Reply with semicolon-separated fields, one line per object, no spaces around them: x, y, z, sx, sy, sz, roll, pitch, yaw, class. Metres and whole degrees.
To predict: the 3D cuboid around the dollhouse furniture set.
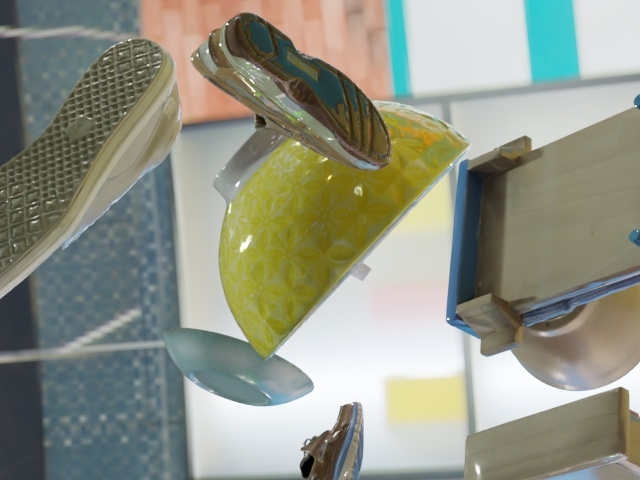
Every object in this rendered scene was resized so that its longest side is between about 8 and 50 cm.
0.257;0.042;1.141;0.198;0.286;0.303;26;-124;-33;dollhouse furniture set

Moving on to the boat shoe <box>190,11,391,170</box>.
-0.024;-0.110;1.306;0.190;0.072;0.068;39;-138;-32;boat shoe

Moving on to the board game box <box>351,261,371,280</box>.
0.000;0.000;1.755;0.090;0.020;0.090;30;-172;-44;board game box

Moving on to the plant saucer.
-0.104;0.162;1.968;0.195;0.195;0.037;55;-131;-59;plant saucer

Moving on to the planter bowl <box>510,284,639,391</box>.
0.238;0.057;1.598;0.109;0.162;0.162;33;-127;-56;planter bowl

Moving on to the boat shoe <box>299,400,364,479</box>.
0.010;0.242;1.805;0.183;0.066;0.066;-75;-14;-55;boat shoe

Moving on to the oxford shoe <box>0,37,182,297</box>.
-0.327;-0.065;2.115;0.449;0.169;0.130;-52;-35;-17;oxford shoe

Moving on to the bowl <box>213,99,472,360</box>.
-0.007;-0.041;1.556;0.156;0.289;0.289;44;-160;2;bowl
